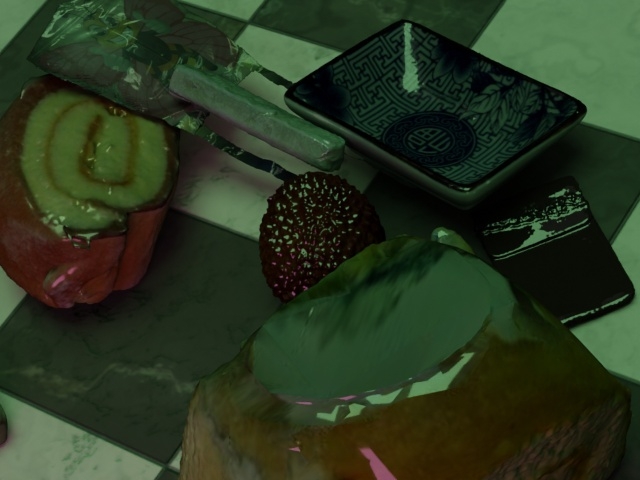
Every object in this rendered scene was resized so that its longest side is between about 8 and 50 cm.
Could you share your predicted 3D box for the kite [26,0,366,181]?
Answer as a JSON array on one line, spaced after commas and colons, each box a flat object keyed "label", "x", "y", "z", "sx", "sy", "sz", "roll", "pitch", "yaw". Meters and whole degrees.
[{"label": "kite", "x": -0.109, "y": -0.150, "z": 1.825, "sx": 0.360, "sy": 0.022, "sz": 0.204, "roll": 30, "pitch": 45, "yaw": 11}]

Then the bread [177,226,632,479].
[{"label": "bread", "x": 0.033, "y": 0.164, "z": 1.456, "sx": 0.395, "sy": 0.264, "sz": 0.239, "roll": -35, "pitch": 55, "yaw": -14}]

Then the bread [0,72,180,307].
[{"label": "bread", "x": -0.235, "y": -0.047, "z": 1.781, "sx": 0.190, "sy": 0.123, "sz": 0.244, "roll": 4, "pitch": 46, "yaw": -9}]

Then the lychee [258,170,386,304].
[{"label": "lychee", "x": 0.000, "y": 0.000, "z": 1.689, "sx": 0.123, "sy": 0.123, "sz": 0.129, "roll": -21, "pitch": 57, "yaw": -1}]

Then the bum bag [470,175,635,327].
[{"label": "bum bag", "x": 0.212, "y": 0.012, "z": 1.677, "sx": 0.109, "sy": 0.026, "sz": 0.159, "roll": -22, "pitch": 49, "yaw": -3}]

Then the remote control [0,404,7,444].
[{"label": "remote control", "x": -0.434, "y": 0.185, "z": 1.662, "sx": 0.285, "sy": 0.038, "sz": 0.123, "roll": -23, "pitch": 51, "yaw": -26}]

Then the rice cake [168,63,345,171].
[{"label": "rice cake", "x": -0.063, "y": -0.119, "z": 1.748, "sx": 0.207, "sy": 0.033, "sz": 0.033, "roll": 29, "pitch": 28, "yaw": 28}]

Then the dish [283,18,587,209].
[{"label": "dish", "x": 0.108, "y": -0.106, "z": 1.757, "sx": 0.243, "sy": 0.080, "sz": 0.182, "roll": 30, "pitch": 49, "yaw": 34}]
